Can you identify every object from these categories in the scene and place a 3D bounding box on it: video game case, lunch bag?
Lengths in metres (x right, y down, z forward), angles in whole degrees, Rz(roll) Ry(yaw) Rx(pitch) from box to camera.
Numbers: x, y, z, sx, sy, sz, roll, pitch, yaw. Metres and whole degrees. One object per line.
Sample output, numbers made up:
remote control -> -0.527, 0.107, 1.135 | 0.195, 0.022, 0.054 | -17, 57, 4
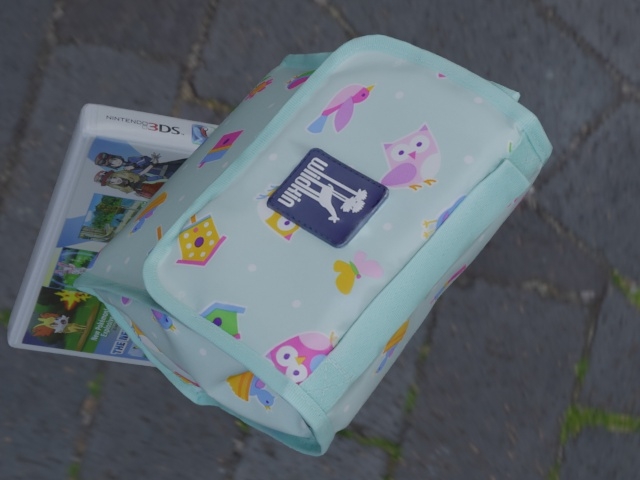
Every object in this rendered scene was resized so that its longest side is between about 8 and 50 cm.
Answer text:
video game case -> -0.082, 0.017, 1.468 | 0.300, 0.329, 0.036 | 9, 56, -16
lunch bag -> 0.000, 0.000, 1.056 | 0.223, 0.262, 0.160 | -48, 110, -14
